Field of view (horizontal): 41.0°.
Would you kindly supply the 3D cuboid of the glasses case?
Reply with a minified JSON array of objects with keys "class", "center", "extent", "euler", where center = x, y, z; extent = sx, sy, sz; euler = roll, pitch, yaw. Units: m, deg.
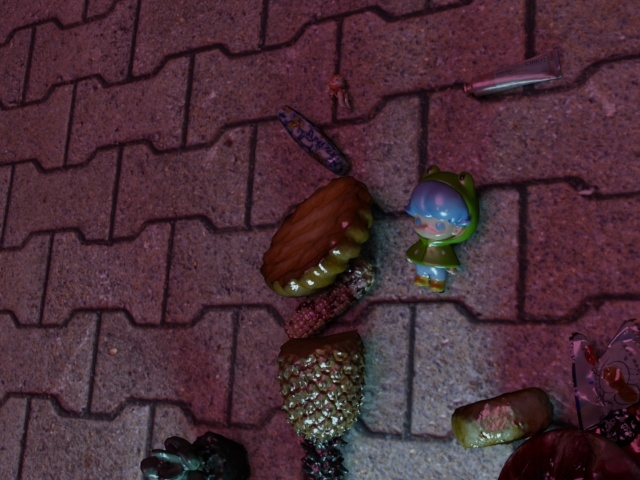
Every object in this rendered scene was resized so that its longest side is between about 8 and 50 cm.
[{"class":"glasses case","center":[-0.020,-0.247,2.093],"extent":[0.065,0.087,0.248],"euler":[-44,56,2]}]

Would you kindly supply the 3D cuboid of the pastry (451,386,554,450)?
[{"class":"pastry","center":[0.340,0.340,1.617],"extent":[0.192,0.182,0.093],"euler":[141,118,-64]}]

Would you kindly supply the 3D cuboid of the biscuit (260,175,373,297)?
[{"class":"biscuit","center":[0.000,0.000,1.941],"extent":[0.326,0.107,0.326],"euler":[-37,28,24]}]

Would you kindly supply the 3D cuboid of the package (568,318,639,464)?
[{"class":"package","center":[0.558,0.288,1.577],"extent":[0.194,0.071,0.269],"euler":[-21,80,32]}]

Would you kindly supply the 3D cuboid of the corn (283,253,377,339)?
[{"class":"corn","center":[0.015,0.136,1.962],"extent":[0.280,0.092,0.092],"euler":[-43,58,18]}]

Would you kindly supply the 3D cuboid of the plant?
[{"class":"plant","center":[-0.287,0.519,1.952],"extent":[0.146,0.274,0.149],"euler":[-35,61,15]}]

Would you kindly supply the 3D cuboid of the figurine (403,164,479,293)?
[{"class":"figurine","center":[0.253,-0.025,1.827],"extent":[0.162,0.143,0.263],"euler":[18,104,44]}]

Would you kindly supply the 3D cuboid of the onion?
[{"class":"onion","center":[0.448,0.488,1.485],"extent":[0.314,0.232,0.314],"euler":[8,106,29]}]

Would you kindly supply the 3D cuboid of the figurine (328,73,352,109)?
[{"class":"figurine","center":[0.047,-0.360,2.099],"extent":[0.047,0.064,0.109],"euler":[-51,43,38]}]

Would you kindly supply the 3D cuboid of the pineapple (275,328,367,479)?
[{"class":"pineapple","center":[0.011,0.381,1.863],"extent":[0.202,0.202,0.362],"euler":[-3,94,33]}]

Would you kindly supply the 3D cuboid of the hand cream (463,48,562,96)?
[{"class":"hand cream","center":[0.416,-0.355,1.861],"extent":[0.209,0.043,0.067],"euler":[-14,69,25]}]
